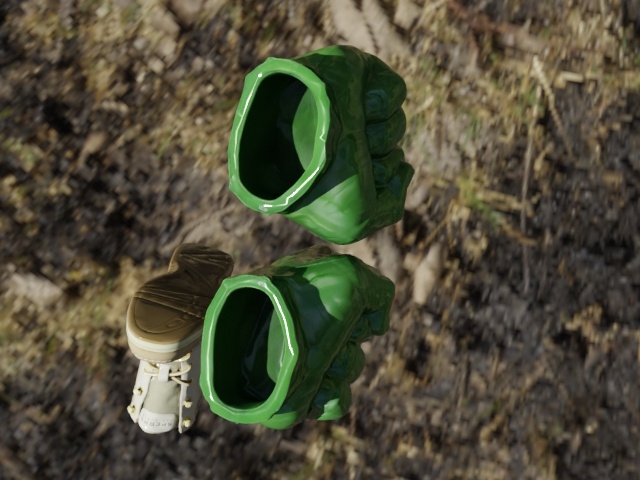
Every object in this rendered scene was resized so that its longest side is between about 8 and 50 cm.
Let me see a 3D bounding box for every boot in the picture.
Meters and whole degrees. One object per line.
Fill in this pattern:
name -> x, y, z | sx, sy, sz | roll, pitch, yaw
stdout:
boot -> -0.139, 0.109, 1.395 | 0.077, 0.213, 0.165 | 17, 111, 3

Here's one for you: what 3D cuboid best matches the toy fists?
toy fists -> 0.000, 0.000, 1.080 | 0.096, 0.142, 0.279 | 11, 99, 25
